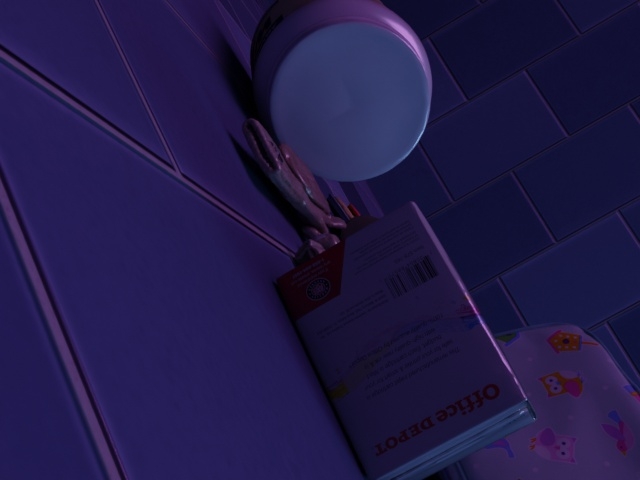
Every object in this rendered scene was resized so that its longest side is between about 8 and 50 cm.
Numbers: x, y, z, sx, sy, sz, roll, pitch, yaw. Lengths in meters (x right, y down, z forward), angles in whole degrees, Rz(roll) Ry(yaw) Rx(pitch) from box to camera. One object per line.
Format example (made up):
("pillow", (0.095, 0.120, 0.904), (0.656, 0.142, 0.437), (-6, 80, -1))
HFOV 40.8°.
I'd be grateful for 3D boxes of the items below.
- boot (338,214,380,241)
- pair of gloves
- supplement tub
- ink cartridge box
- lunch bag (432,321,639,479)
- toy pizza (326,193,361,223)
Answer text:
("boot", (0.113, 0.108, 1.173), (0.305, 0.112, 0.115), (56, -24, 5))
("pair of gloves", (0.000, 0.000, 0.906), (0.240, 0.042, 0.204), (60, 10, 18))
("supplement tub", (0.022, -0.226, 1.190), (0.235, 0.235, 0.325), (57, 7, -22))
("ink cartridge box", (0.071, 0.088, 0.681), (0.176, 0.128, 0.127), (64, 8, 24))
("lunch bag", (0.214, 0.212, 0.848), (0.279, 0.224, 0.108), (-113, -169, -50))
("toy pizza", (0.072, 0.011, 1.303), (0.201, 0.032, 0.201), (59, -2, 3))
